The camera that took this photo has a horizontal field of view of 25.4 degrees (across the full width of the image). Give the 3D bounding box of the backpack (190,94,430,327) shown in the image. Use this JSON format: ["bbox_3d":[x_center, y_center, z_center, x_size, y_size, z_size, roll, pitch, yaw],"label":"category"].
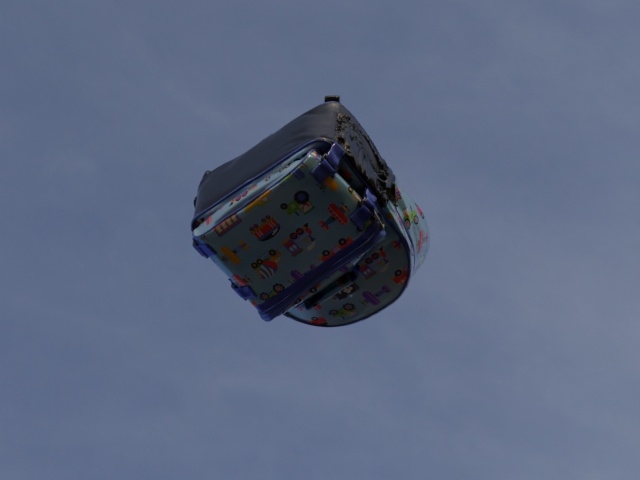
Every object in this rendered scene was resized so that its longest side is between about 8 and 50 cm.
[{"bbox_3d":[0.000,0.000,1.130,0.158,0.117,0.173,-30,-66,19],"label":"backpack"}]
